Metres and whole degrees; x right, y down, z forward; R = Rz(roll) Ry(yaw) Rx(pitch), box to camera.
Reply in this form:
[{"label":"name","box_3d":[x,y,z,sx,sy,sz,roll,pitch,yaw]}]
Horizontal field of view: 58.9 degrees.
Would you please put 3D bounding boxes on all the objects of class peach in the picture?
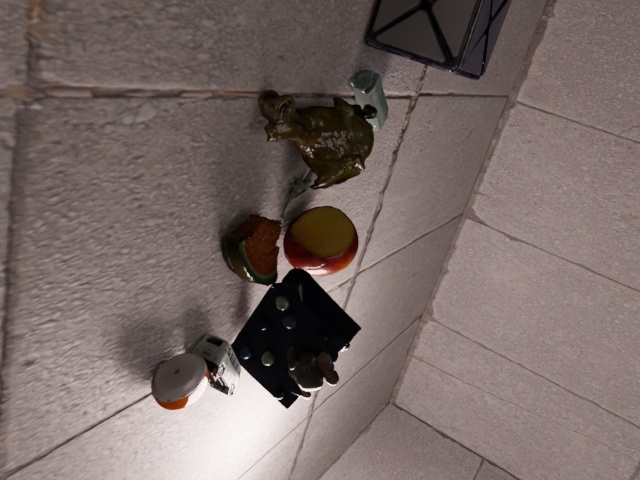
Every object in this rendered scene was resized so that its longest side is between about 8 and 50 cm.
[{"label":"peach","box_3d":[0.000,0.000,1.444,0.190,0.190,0.192,-63,157,-1]}]

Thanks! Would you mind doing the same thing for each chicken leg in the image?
[{"label":"chicken leg","box_3d":[-0.009,-0.217,1.271,0.361,0.140,0.212,-12,104,-49]}]

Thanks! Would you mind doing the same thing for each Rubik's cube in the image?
[{"label":"Rubik's cube","box_3d":[0.301,-0.560,1.392,0.259,0.260,0.255,-24,136,-60]}]

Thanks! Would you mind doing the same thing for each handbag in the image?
[{"label":"handbag","box_3d":[-0.063,0.261,1.386,0.118,0.269,0.326,-33,162,-50]}]

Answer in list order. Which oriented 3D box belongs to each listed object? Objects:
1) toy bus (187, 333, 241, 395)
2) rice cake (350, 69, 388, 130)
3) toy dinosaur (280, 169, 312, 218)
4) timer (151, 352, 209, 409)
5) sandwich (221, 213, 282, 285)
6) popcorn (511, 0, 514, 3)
[{"label":"toy bus","box_3d":[-0.246,0.303,1.370,0.194,0.087,0.089,80,33,-52]},{"label":"rice cake","box_3d":[0.134,-0.367,1.486,0.069,0.063,0.206,-59,157,-14]},{"label":"toy dinosaur","box_3d":[-0.050,-0.134,1.385,0.180,0.037,0.058,-51,178,-12]},{"label":"timer","box_3d":[-0.302,0.317,1.243,0.136,0.099,0.136,-25,137,-26]},{"label":"sandwich","box_3d":[-0.159,0.018,1.276,0.235,0.079,0.159,12,93,-70]},{"label":"popcorn","box_3d":[0.502,-0.738,1.698,0.226,0.203,0.201,28,78,-49]}]
